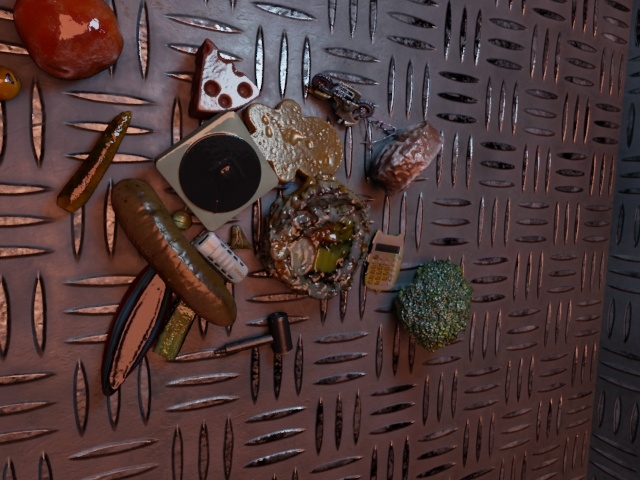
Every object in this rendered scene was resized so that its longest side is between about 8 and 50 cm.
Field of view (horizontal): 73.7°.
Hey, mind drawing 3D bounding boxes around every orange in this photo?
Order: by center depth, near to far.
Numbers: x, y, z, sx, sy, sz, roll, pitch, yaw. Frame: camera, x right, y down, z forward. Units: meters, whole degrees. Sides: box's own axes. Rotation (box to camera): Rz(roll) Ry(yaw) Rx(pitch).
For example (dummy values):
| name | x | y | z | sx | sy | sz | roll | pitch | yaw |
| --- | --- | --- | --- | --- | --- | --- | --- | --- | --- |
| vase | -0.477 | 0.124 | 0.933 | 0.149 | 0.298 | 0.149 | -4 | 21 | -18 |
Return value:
| name | x | y | z | sx | sy | sz | roll | pitch | yaw |
| --- | --- | --- | --- | --- | --- | --- | --- | --- | --- |
| orange | -0.760 | -0.374 | 1.014 | 0.084 | 0.083 | 0.083 | -3 | 97 | -27 |

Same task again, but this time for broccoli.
| name | x | y | z | sx | sy | sz | roll | pitch | yaw |
| --- | --- | --- | --- | --- | --- | --- | --- | --- | --- |
| broccoli | 0.408 | 0.236 | 1.613 | 0.249 | 0.302 | 0.375 | 18 | 58 | -7 |

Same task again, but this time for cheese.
| name | x | y | z | sx | sy | sz | roll | pitch | yaw |
| --- | --- | --- | --- | --- | --- | --- | --- | --- | --- |
| cheese | -0.272 | -0.440 | 1.235 | 0.177 | 0.128 | 0.202 | 9 | 88 | -29 |

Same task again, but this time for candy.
| name | x | y | z | sx | sy | sz | roll | pitch | yaw |
| --- | --- | --- | --- | --- | --- | --- | --- | --- | --- |
| candy | -0.382 | -0.124 | 1.258 | 0.061 | 0.061 | 0.202 | 25 | 76 | -27 |
| candy | 0.296 | -0.293 | 1.485 | 0.157 | 0.214 | 0.289 | 44 | 75 | -18 |

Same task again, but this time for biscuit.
| name | x | y | z | sx | sy | sz | roll | pitch | yaw |
| --- | --- | --- | --- | --- | --- | --- | --- | --- | --- |
| biscuit | -0.084 | -0.311 | 1.372 | 0.355 | 0.052 | 0.275 | 5 | 85 | -31 |

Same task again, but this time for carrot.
| name | x | y | z | sx | sy | sz | roll | pitch | yaw |
| --- | --- | --- | --- | --- | --- | --- | --- | --- | --- |
| carrot | -0.589 | -0.215 | 1.133 | 0.066 | 0.066 | 0.314 | 33 | 77 | -26 |

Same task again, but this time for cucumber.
| name | x | y | z | sx | sy | sz | roll | pitch | yaw |
| --- | --- | --- | --- | --- | --- | --- | --- | --- | --- |
| cucumber | -0.422 | 0.246 | 1.272 | 0.078 | 0.062 | 0.211 | 26 | 90 | -15 |

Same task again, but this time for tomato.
| name | x | y | z | sx | sy | sz | roll | pitch | yaw |
| --- | --- | --- | --- | --- | --- | --- | --- | --- | --- |
| tomato | -0.598 | -0.509 | 1.020 | 0.232 | 0.189 | 0.231 | -2 | 95 | -28 |

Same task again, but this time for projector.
| name | x | y | z | sx | sy | sz | roll | pitch | yaw |
| --- | --- | --- | --- | --- | --- | --- | --- | --- | --- |
| projector | -0.288 | -0.197 | 1.214 | 0.259 | 0.079 | 0.257 | -38 | 123 | -8 |

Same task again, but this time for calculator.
| name | x | y | z | sx | sy | sz | roll | pitch | yaw |
| --- | --- | --- | --- | --- | --- | --- | --- | --- | --- |
| calculator | 0.234 | 0.080 | 1.599 | 0.157 | 0.033 | 0.236 | 9 | 94 | -28 |

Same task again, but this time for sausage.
| name | x | y | z | sx | sy | sz | roll | pitch | yaw |
| --- | --- | --- | --- | --- | --- | --- | --- | --- | --- |
| sausage | -0.401 | 0.049 | 1.177 | 0.123 | 0.136 | 0.500 | -32 | 100 | 19 |

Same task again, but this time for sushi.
| name | x | y | z | sx | sy | sz | roll | pitch | yaw |
| --- | --- | --- | --- | --- | --- | --- | --- | --- | --- |
| sushi | 0.002 | 0.004 | 1.377 | 0.418 | 0.176 | 0.417 | -10 | 109 | -29 |

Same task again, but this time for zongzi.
| name | x | y | z | sx | sy | sz | roll | pitch | yaw |
| --- | --- | --- | --- | --- | --- | --- | --- | --- | --- |
| zongzi | -0.242 | -0.010 | 1.344 | 0.083 | 0.040 | 0.076 | 3 | 88 | -39 |

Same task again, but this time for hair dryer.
| name | x | y | z | sx | sy | sz | roll | pitch | yaw |
| --- | --- | --- | --- | --- | --- | --- | --- | --- | --- |
| hair dryer | -0.217 | 0.316 | 1.381 | 0.256 | 0.070 | 0.128 | -8 | 99 | -21 |

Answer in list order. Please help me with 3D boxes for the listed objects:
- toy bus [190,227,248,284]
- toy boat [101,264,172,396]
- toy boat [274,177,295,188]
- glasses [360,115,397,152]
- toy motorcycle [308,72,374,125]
| name | x | y | z | sx | sy | sz | roll | pitch | yaw |
| --- | --- | --- | --- | --- | --- | --- | --- | --- | --- |
| toy bus | -0.297 | 0.055 | 1.292 | 0.087 | 0.089 | 0.194 | -47 | 115 | -15 |
| toy boat | -0.526 | 0.260 | 1.212 | 0.136 | 0.079 | 0.392 | 26 | 81 | -26 |
| toy boat | -0.125 | -0.232 | 1.388 | 0.105 | 0.034 | 0.149 | 23 | 72 | -26 |
| glasses | 0.194 | -0.372 | 1.510 | 0.140 | 0.062 | 0.103 | 22 | 87 | -26 |
| toy motorcycle | 0.061 | -0.455 | 1.412 | 0.229 | 0.130 | 0.094 | 27 | 60 | -14 |
